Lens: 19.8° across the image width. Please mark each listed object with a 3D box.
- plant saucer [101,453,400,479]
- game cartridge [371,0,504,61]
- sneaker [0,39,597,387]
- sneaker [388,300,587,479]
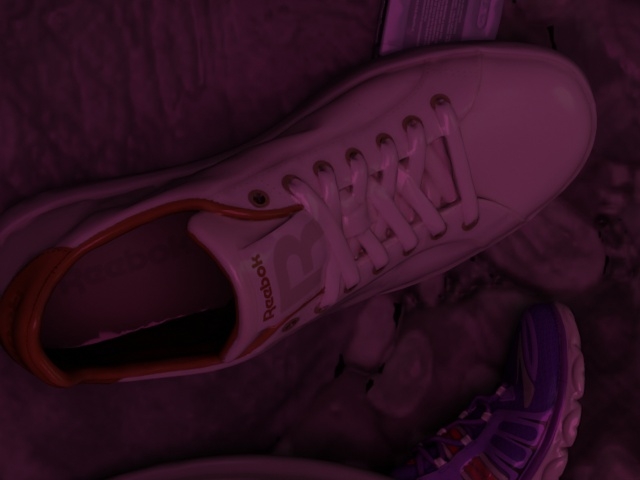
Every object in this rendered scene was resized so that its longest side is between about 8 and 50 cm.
[{"bbox_3d":[-0.035,0.281,0.758,0.400,0.100,0.400,0,74,2],"label":"plant saucer"},{"bbox_3d":[0.056,-0.111,0.843,0.056,0.017,0.083,9,98,-11],"label":"game cartridge"},{"bbox_3d":[0.000,0.000,0.791,0.290,0.123,0.106,-22,112,-8],"label":"sneaker"},{"bbox_3d":[0.073,0.104,0.863,0.071,0.068,0.170,24,92,-5],"label":"sneaker"}]
